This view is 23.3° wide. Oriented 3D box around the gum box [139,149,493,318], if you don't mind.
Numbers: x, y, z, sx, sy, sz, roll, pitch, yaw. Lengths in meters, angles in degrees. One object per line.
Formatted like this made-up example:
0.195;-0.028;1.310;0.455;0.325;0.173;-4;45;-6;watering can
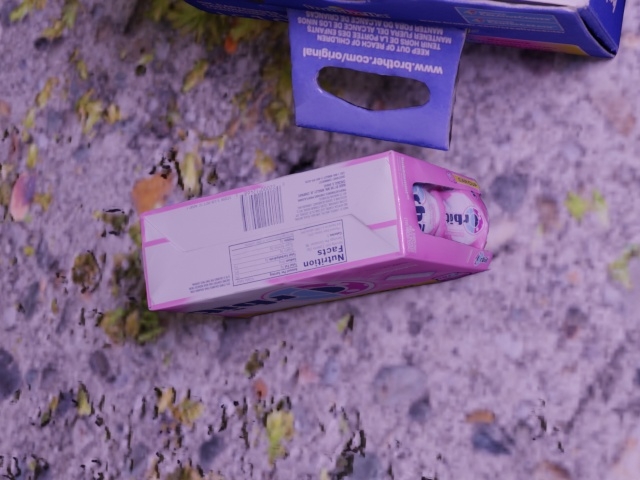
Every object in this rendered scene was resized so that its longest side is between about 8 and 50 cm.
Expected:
0.000;0.000;0.924;0.188;0.107;0.062;-12;78;30;gum box

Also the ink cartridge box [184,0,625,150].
0.051;-0.258;0.870;0.270;0.151;0.396;10;88;19;ink cartridge box
